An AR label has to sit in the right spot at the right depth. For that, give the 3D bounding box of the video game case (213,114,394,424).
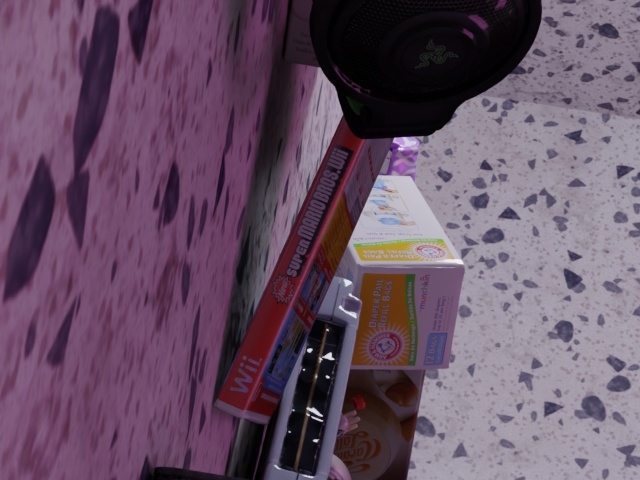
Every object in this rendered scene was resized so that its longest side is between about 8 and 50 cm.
[{"bbox_3d":[0.000,0.000,1.195,0.204,0.025,0.285,69,44,-82],"label":"video game case"}]

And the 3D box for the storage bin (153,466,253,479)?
[{"bbox_3d":[-0.035,0.190,0.928,0.180,0.122,0.084,82,17,-75],"label":"storage bin"}]

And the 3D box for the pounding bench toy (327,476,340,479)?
[{"bbox_3d":[-0.032,0.240,1.520,0.083,0.065,0.052,-48,168,-12],"label":"pounding bench toy"}]

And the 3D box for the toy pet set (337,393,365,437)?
[{"bbox_3d":[-0.018,0.148,1.556,0.122,0.065,0.114,60,-22,30],"label":"toy pet set"}]

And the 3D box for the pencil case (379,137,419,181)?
[{"bbox_3d":[0.084,-0.052,2.215,0.088,0.086,0.206,-109,-155,-71],"label":"pencil case"}]

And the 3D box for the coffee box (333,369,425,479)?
[{"bbox_3d":[0.034,0.196,1.727,0.098,0.141,0.247,-73,171,-63],"label":"coffee box"}]

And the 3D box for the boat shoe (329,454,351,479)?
[{"bbox_3d":[-0.019,0.312,1.637,0.081,0.079,0.228,-77,180,-53],"label":"boat shoe"}]

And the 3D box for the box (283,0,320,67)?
[{"bbox_3d":[0.023,-0.177,1.317,0.324,0.067,0.063,-51,151,-79],"label":"box"}]

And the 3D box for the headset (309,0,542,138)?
[{"bbox_3d":[0.023,-0.201,0.916,0.394,0.185,0.243,121,-36,-73],"label":"headset"}]

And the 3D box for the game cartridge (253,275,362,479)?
[{"bbox_3d":[-0.025,0.192,1.355,0.294,0.060,0.196,-76,179,-51],"label":"game cartridge"}]

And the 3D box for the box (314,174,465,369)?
[{"bbox_3d":[0.056,0.028,1.540,0.203,0.103,0.114,-115,-152,-62],"label":"box"}]
